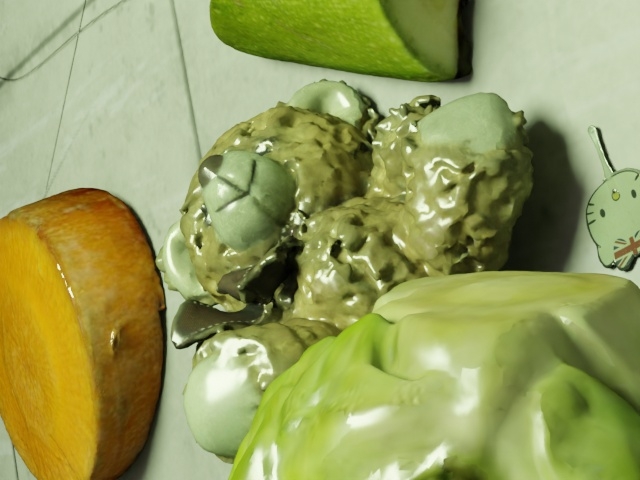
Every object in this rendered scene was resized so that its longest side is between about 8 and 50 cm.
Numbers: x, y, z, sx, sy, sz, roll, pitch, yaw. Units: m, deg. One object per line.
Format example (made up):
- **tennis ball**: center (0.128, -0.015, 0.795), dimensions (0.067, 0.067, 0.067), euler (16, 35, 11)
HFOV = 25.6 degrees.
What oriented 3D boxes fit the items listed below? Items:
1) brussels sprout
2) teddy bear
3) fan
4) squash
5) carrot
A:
- **brussels sprout**: center (0.087, 0.177, 0.706), dimensions (0.328, 0.247, 0.328), euler (10, 109, 29)
- **teddy bear**: center (0.000, 0.000, 0.894), dimensions (0.267, 0.156, 0.256), euler (-45, 47, -1)
- **fan**: center (0.163, -0.026, 0.782), dimensions (0.056, 0.004, 0.083), euler (-40, 61, 51)
- **squash**: center (-0.010, -0.197, 0.938), dimensions (0.252, 0.093, 0.169), euler (18, 110, 53)
- **carrot**: center (-0.234, 0.101, 1.309), dimensions (0.258, 0.100, 0.307), euler (47, 138, 40)
